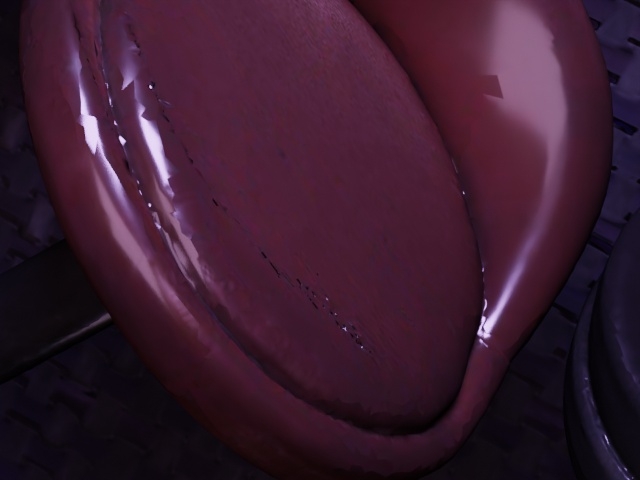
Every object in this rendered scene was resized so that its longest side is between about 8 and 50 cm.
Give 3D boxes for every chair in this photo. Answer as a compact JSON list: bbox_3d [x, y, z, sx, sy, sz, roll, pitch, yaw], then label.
[{"bbox_3d":[-0.103,0.024,0.657,0.401,0.226,0.226,-29,86,28],"label":"chair"}]

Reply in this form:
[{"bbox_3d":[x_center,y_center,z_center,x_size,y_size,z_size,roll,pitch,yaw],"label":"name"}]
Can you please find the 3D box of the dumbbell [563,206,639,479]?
[{"bbox_3d":[0.182,-0.017,0.573,0.185,0.185,0.388,21,142,13],"label":"dumbbell"}]
